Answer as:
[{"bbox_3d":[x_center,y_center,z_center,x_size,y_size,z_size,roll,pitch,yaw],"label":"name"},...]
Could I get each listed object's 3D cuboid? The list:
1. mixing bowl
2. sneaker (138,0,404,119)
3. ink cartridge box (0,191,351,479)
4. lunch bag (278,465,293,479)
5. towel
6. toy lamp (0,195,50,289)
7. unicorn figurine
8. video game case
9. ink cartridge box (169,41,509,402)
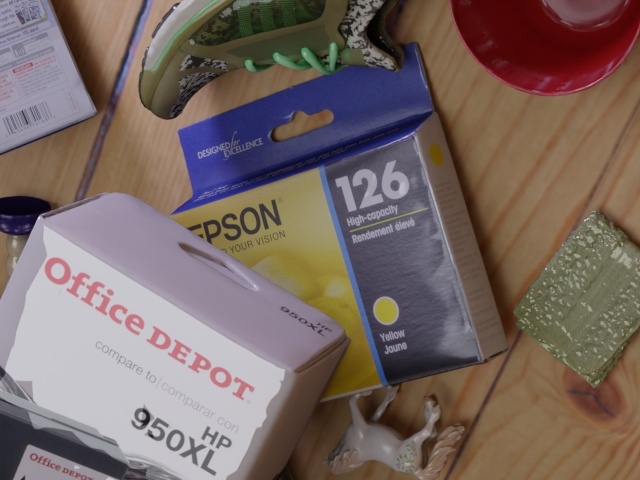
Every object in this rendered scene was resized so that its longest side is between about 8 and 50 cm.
[{"bbox_3d":[0.210,-0.222,1.509,0.181,0.098,0.181,9,109,27],"label":"mixing bowl"},{"bbox_3d":[-0.011,-0.205,1.627,0.410,0.158,0.182,-37,94,36],"label":"sneaker"},{"bbox_3d":[-0.194,0.194,1.652,0.285,0.166,0.395,30,107,11],"label":"ink cartridge box"},{"bbox_3d":[-0.163,0.259,1.837,0.235,0.169,0.287,-23,97,27],"label":"lunch bag"},{"bbox_3d":[0.250,0.053,1.613,0.110,0.027,0.148,40,122,15],"label":"towel"},{"bbox_3d":[-0.336,0.093,1.941,0.080,0.080,0.275,13,112,27],"label":"toy lamp"},{"bbox_3d":[0.060,0.195,1.744,0.162,0.060,0.111,21,93,46],"label":"unicorn figurine"},{"bbox_3d":[-0.402,-0.191,1.811,0.269,0.061,0.244,-23,95,-9],"label":"video game case"},{"bbox_3d":[0.000,0.000,1.702,0.303,0.072,0.307,-18,91,33],"label":"ink cartridge box"}]
